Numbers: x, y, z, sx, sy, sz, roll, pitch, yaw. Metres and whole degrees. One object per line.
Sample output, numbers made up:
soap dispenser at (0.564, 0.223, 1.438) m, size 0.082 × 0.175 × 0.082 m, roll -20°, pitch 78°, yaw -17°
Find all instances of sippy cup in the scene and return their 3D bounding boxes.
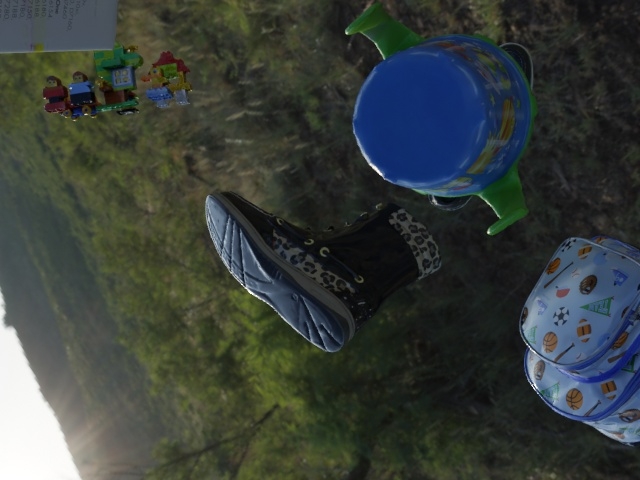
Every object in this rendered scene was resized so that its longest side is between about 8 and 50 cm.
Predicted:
sippy cup at (0.153, -0.161, 0.906) m, size 0.305 × 0.224 × 0.240 m, roll 22°, pitch 108°, yaw 17°

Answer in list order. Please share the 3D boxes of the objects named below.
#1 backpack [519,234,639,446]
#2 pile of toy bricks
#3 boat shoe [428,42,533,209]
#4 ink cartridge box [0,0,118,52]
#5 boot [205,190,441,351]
backpack at (0.413, 0.136, 0.965) m, size 0.213 × 0.263 × 0.276 m, roll 21°, pitch -172°, yaw -14°
pile of toy bricks at (-0.309, -0.248, 1.020) m, size 0.118 × 0.212 × 0.105 m, roll 1°, pitch -99°, yaw -85°
boat shoe at (0.294, -0.209, 1.292) m, size 0.127 × 0.340 × 0.113 m, roll 33°, pitch -162°, yaw 11°
ink cartridge box at (-0.166, -0.127, 0.317) m, size 0.104 × 0.181 × 0.061 m, roll 19°, pitch 112°, yaw 15°
boot at (0.000, 0.002, 0.770) m, size 0.236 × 0.178 × 0.085 m, roll 41°, pitch 142°, yaw 28°
